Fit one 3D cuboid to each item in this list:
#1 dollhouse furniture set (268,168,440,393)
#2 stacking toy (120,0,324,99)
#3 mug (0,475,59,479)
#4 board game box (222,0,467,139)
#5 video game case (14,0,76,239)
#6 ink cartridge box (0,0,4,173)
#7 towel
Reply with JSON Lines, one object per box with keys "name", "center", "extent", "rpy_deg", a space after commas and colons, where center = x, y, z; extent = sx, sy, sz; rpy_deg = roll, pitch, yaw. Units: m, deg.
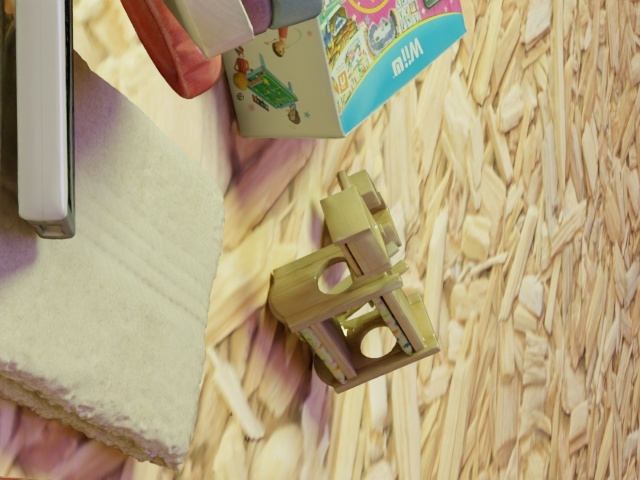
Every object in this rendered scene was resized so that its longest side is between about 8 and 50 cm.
{"name": "dollhouse furniture set", "center": [0.000, 0.000, 1.152], "extent": [0.182, 0.101, 0.161], "rpy_deg": [58, 11, -51]}
{"name": "stacking toy", "center": [-0.062, -0.228, 0.688], "extent": [0.309, 0.130, 0.279], "rpy_deg": [67, -9, -16]}
{"name": "mug", "center": [-0.150, 0.156, 0.589], "extent": [0.113, 0.169, 0.150], "rpy_deg": [-56, 137, -58]}
{"name": "board game box", "center": [-0.001, -0.256, 1.086], "extent": [0.224, 0.097, 0.303], "rpy_deg": [-44, 129, -49]}
{"name": "video game case", "center": [-0.122, -0.099, 0.661], "extent": [0.173, 0.022, 0.190], "rpy_deg": [163, -74, -81]}
{"name": "ink cartridge box", "center": [-0.213, -0.099, 0.535], "extent": [0.198, 0.115, 0.273], "rpy_deg": [19, 69, -68]}
{"name": "towel", "center": [-0.135, 0.007, 0.818], "extent": [0.282, 0.049, 0.187], "rpy_deg": [45, 48, -58]}
